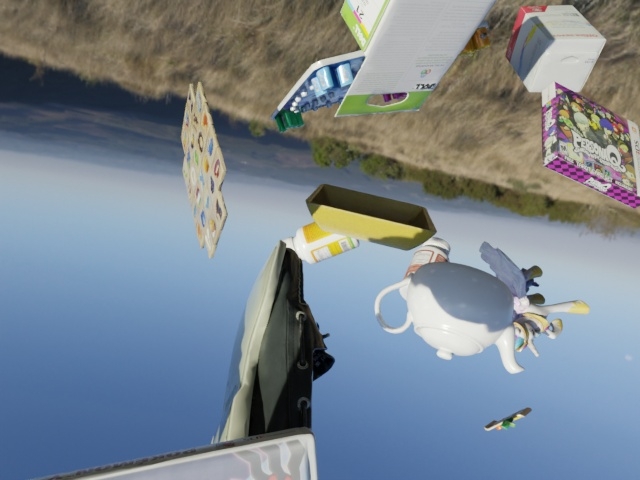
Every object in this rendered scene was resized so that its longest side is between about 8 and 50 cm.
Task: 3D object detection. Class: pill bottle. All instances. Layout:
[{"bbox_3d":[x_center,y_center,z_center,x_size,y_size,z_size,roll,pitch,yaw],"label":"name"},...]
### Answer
[{"bbox_3d":[0.000,0.000,1.575,0.245,0.136,0.136,-21,-176,7],"label":"pill bottle"},{"bbox_3d":[0.344,0.097,1.464,0.121,0.216,0.121,21,146,15],"label":"pill bottle"}]

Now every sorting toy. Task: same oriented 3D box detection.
[{"bbox_3d":[0.270,0.263,0.659,0.062,0.012,0.083,-36,154,27],"label":"sorting toy"}]

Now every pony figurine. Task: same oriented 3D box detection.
[{"bbox_3d":[0.631,0.194,1.469,0.363,0.303,0.351,-13,-133,-36],"label":"pony figurine"}]

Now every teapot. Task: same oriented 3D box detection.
[{"bbox_3d":[0.295,0.174,1.029,0.252,0.187,0.256,35,157,-28],"label":"teapot"}]

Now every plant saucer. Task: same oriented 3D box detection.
[{"bbox_3d":[0.135,-0.064,1.265,0.332,0.081,0.333,13,-164,4],"label":"plant saucer"}]

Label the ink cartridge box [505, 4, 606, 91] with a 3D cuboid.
[{"bbox_3d":[0.531,-0.441,1.047,0.128,0.127,0.176,-1,-132,-2],"label":"ink cartridge box"}]

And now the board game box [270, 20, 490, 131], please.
[{"bbox_3d":[0.111,-0.353,1.029,0.389,0.050,0.390,-20,-174,-17],"label":"board game box"}]

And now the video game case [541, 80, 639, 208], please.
[{"bbox_3d":[0.559,-0.198,0.934,0.232,0.210,0.042,21,150,-12],"label":"video game case"}]

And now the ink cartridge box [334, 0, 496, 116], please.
[{"bbox_3d":[0.124,-0.315,0.698,0.188,0.097,0.255,-13,158,-27],"label":"ink cartridge box"}]

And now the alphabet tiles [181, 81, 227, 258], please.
[{"bbox_3d":[-0.255,-0.149,0.972,0.011,0.343,0.285,-6,152,-27],"label":"alphabet tiles"}]

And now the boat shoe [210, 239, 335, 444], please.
[{"bbox_3d":[-0.039,0.143,0.508,0.113,0.127,0.340,20,-143,-14],"label":"boat shoe"}]

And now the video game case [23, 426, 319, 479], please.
[{"bbox_3d":[-0.083,0.227,0.259,0.183,0.201,0.023,-3,173,-20],"label":"video game case"}]
